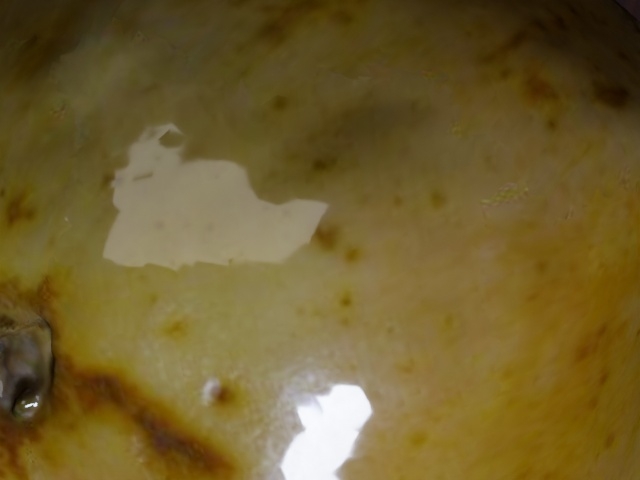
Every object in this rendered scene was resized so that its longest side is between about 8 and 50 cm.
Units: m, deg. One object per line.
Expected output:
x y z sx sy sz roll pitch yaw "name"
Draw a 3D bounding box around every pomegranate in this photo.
0.000 0.000 0.746 0.410 0.410 0.410 -8 72 25 "pomegranate"
